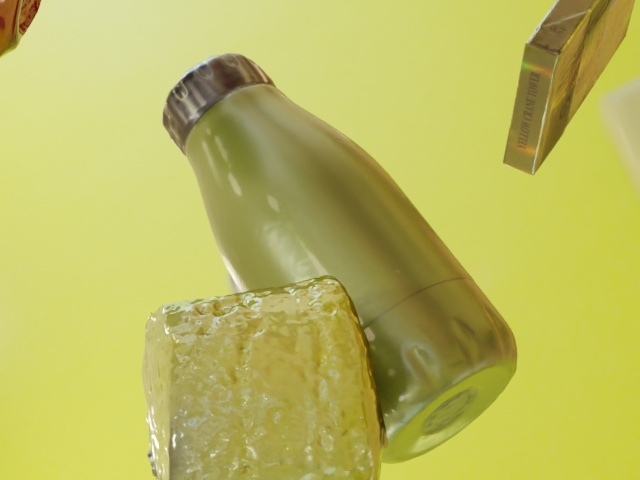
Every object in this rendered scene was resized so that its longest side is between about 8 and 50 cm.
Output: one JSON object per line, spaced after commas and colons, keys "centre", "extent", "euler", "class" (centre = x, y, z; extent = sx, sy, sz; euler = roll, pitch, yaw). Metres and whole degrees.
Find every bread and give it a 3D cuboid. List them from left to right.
{"centre": [-0.026, 0.077, 0.718], "extent": [0.129, 0.114, 0.111], "euler": [-138, 44, -73], "class": "bread"}

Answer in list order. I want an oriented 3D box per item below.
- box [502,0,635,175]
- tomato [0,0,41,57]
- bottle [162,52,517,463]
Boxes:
{"centre": [0.197, -0.153, 1.120], "extent": [0.193, 0.030, 0.121], "euler": [-53, -22, -37], "class": "box"}
{"centre": [-0.247, -0.223, 0.881], "extent": [0.233, 0.139, 0.200], "euler": [93, -166, -52], "class": "tomato"}
{"centre": [0.000, 0.000, 0.856], "extent": [0.260, 0.112, 0.112], "euler": [53, 178, 23], "class": "bottle"}
